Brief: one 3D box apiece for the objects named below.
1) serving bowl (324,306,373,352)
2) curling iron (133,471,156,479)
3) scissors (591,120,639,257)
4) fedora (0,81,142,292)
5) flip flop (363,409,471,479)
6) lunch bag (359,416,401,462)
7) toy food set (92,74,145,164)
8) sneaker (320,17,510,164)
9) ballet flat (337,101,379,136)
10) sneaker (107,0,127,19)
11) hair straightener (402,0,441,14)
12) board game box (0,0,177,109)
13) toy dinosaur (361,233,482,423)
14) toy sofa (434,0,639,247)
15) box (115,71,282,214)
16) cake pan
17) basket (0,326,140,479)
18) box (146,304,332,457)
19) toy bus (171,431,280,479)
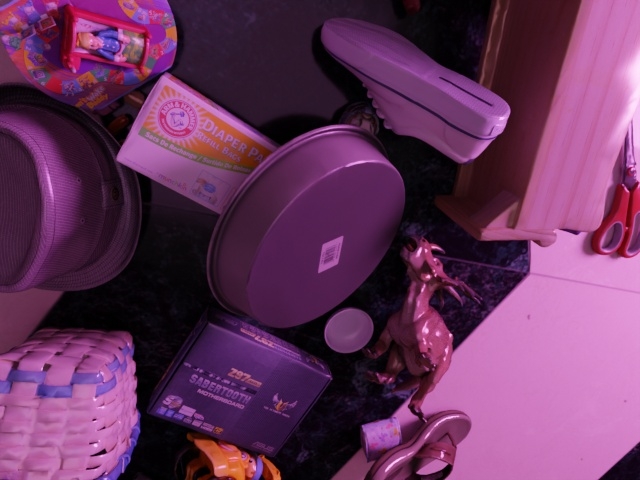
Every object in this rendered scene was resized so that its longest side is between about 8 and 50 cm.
[{"bbox_3d":[0.045,0.146,0.690,0.084,0.027,0.083,-4,109,-10],"label":"serving bowl"},{"bbox_3d":[-0.219,0.488,0.757,0.274,0.035,0.068,38,80,-17],"label":"curling iron"},{"bbox_3d":[0.538,-0.105,0.711,0.109,0.021,0.296,-5,109,-7],"label":"scissors"},{"bbox_3d":[-0.350,-0.038,0.482,0.244,0.124,0.275,11,108,-9],"label":"fedora"},{"bbox_3d":[0.190,0.402,0.749,0.277,0.080,0.112,-9,115,-38],"label":"flip flop"},{"bbox_3d":[0.112,0.364,0.770,0.071,0.053,0.083,-13,123,-7],"label":"lunch bag"},{"bbox_3d":[-0.249,-0.150,0.529,0.078,0.019,0.122,1,117,-12],"label":"toy food set"},{"bbox_3d":[0.097,-0.183,0.512,0.094,0.258,0.091,-37,160,-37],"label":"sneaker"},{"bbox_3d":[0.031,-0.102,0.579,0.070,0.070,0.188,13,106,-16],"label":"ballet flat"},{"bbox_3d":[-0.306,-0.312,0.396,0.323,0.130,0.236,-33,109,-5],"label":"sneaker"},{"bbox_3d":[0.116,-0.411,0.502,0.089,0.047,0.230,-24,108,-3],"label":"hair straightener"},{"bbox_3d":[-0.229,-0.204,0.435,0.169,0.033,0.133,-33,150,-5],"label":"board game box"},{"bbox_3d":[0.176,0.158,0.682,0.200,0.127,0.295,-41,137,-33],"label":"toy dinosaur"},{"bbox_3d":[0.288,-0.183,0.542,0.177,0.150,0.361,-1,115,-11],"label":"toy sofa"},{"bbox_3d":[-0.124,-0.102,0.509,0.203,0.114,0.103,29,102,-26],"label":"box"},{"bbox_3d":[0.000,0.000,0.529,0.293,0.054,0.293,-30,143,-26],"label":"cake pan"},{"bbox_3d":[-0.349,0.269,0.539,0.201,0.255,0.288,4,90,-15],"label":"basket"},{"bbox_3d":[-0.127,0.234,0.669,0.233,0.059,0.183,31,99,-21],"label":"box"},{"bbox_3d":[-0.135,0.439,0.699,0.212,0.150,0.219,6,89,-34],"label":"toy bus"}]
